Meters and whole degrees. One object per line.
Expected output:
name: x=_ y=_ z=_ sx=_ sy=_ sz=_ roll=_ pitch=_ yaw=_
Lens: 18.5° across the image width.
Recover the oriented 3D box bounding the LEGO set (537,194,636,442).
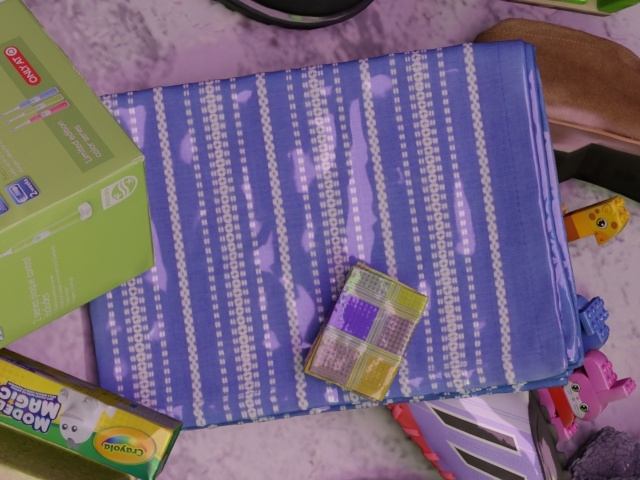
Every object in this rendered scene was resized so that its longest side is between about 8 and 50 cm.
LEGO set: x=0.183 y=0.019 z=1.435 sx=0.087 sy=0.093 sz=0.227 roll=-35 pitch=103 yaw=-59

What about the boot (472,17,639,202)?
boot: x=0.250 y=-0.088 z=1.466 sx=0.305 sy=0.112 sz=0.115 roll=14 pitch=70 yaw=-7

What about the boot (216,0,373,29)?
boot: x=-0.033 y=-0.304 z=1.206 sx=0.367 sy=0.445 sz=0.146 roll=43 pitch=73 yaw=-12

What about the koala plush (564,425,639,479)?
koala plush: x=0.333 y=0.181 z=1.455 sx=0.221 sy=0.203 sz=0.196 roll=-41 pitch=101 yaw=-31

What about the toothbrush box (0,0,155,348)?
toothbrush box: x=-0.276 y=-0.022 z=1.222 sx=0.283 sy=0.122 sz=0.206 roll=-29 pitch=59 yaw=-21

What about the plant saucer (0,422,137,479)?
plant saucer: x=-0.242 y=0.209 z=1.305 sx=0.188 sy=0.045 sz=0.188 roll=24 pitch=78 yaw=-17

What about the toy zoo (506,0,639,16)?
toy zoo: x=0.184 y=-0.207 z=1.360 sx=0.192 sy=0.293 sz=0.030 roll=6 pitch=84 yaw=-20

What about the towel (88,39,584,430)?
towel: x=0.000 y=0.000 z=1.346 sx=0.336 sy=0.040 sz=0.243 roll=-8 pitch=88 yaw=3

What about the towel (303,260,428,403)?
towel: x=0.031 y=0.063 z=1.321 sx=0.060 sy=0.009 sz=0.083 roll=27 pitch=90 yaw=7

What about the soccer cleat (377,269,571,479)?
soccer cleat: x=0.089 y=0.107 z=1.411 sx=0.116 sy=0.108 sz=0.318 roll=-23 pitch=92 yaw=-7

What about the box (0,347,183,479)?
box: x=-0.182 y=0.105 z=1.285 sx=0.179 sy=0.105 sz=0.043 roll=24 pitch=87 yaw=1
